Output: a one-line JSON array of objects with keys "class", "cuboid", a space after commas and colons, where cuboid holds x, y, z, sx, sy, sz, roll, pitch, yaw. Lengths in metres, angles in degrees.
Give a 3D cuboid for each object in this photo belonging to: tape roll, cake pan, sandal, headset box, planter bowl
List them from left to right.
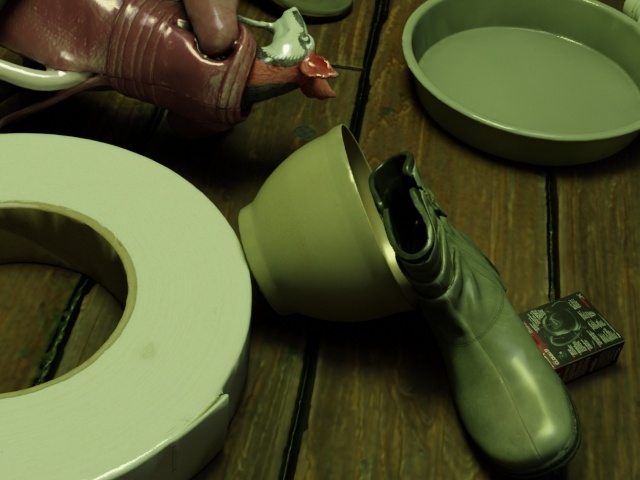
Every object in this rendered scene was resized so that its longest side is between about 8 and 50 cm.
[{"class": "tape roll", "cuboid": [-0.244, 0.062, 0.815, 0.392, 0.072, 0.392, 4, 44, -4]}, {"class": "sandal", "cuboid": [-0.052, -0.335, 1.209, 0.219, 0.060, 0.090, 42, 53, -6]}, {"class": "planter bowl", "cuboid": [0.000, 0.000, 0.863, 0.109, 0.162, 0.162, -22, 44, 10]}, {"class": "cake pan", "cuboid": [0.230, -0.181, 1.133, 0.293, 0.054, 0.293, 3, 44, -3]}, {"class": "headset box", "cuboid": [0.197, 0.084, 0.870, 0.083, 0.032, 0.062, -19, 49, -23]}]

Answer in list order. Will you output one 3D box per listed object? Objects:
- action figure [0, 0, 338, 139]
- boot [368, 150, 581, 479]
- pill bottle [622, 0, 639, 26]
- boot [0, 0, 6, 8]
[{"class": "action figure", "cuboid": [-0.164, -0.182, 0.951, 0.370, 0.248, 0.275, 15, 45, 14]}, {"class": "boot", "cuboid": [0.100, 0.052, 0.791, 0.083, 0.161, 0.246, -31, 41, 11]}, {"class": "pill bottle", "cuboid": [0.411, -0.228, 1.177, 0.087, 0.087, 0.160, -12, 46, -18]}, {"class": "boot", "cuboid": [-0.280, -0.282, 0.880, 0.082, 0.106, 0.219, 18, 73, 16]}]
